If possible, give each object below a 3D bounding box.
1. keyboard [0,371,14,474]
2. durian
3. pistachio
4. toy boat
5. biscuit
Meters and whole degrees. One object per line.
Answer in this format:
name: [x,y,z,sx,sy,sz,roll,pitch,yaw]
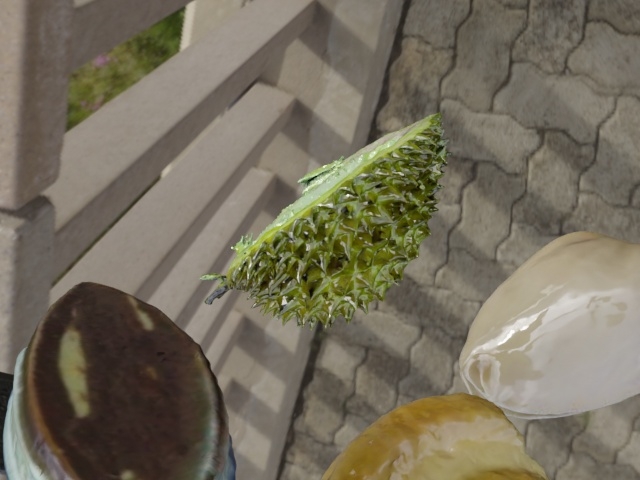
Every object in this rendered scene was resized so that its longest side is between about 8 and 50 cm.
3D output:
keyboard: [-0.219,0.153,0.719,0.041,0.381,0.103,-43,58,16]
durian: [0.000,0.000,0.583,0.215,0.100,0.086,-36,119,16]
pistachio: [0.228,0.075,0.803,0.223,0.126,0.152,-24,75,1]
toy boat: [-0.111,0.118,0.487,0.114,0.262,0.115,-4,119,-20]
biscuit: [0.099,0.239,0.581,0.274,0.213,0.091,51,150,18]
